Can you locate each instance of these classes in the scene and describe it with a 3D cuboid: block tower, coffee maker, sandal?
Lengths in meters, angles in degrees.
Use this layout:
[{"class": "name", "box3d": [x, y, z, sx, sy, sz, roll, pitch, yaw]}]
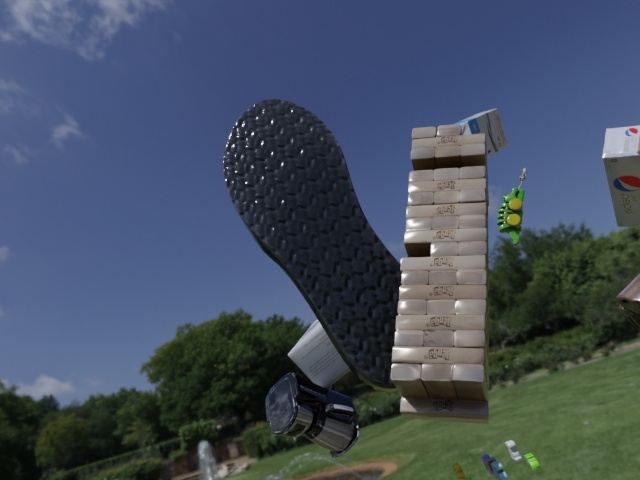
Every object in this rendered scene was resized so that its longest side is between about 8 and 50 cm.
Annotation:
[{"class": "block tower", "box3d": [0.142, 0.023, 0.613, 0.091, 0.335, 0.097, -2, -31, 19]}, {"class": "coffee maker", "box3d": [-0.025, 0.362, 1.172, 0.178, 0.120, 0.171, 32, 1, -28]}, {"class": "sandal", "box3d": [-0.001, 0.002, 0.745, 0.168, 0.445, 0.107, -26, -18, -10]}]

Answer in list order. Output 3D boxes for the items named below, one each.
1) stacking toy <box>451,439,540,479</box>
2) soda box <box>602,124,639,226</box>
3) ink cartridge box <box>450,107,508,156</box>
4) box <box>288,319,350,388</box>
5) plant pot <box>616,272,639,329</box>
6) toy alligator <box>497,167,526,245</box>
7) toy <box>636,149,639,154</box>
[{"class": "stacking toy", "box3d": [0.415, 0.547, 1.301, 0.167, 0.052, 0.221, -22, -11, -1]}, {"class": "soda box", "box3d": [0.580, -0.114, 1.017, 0.069, 0.073, 0.216, 0, -33, 37]}, {"class": "ink cartridge box", "box3d": [0.409, -0.267, 1.376, 0.180, 0.104, 0.060, -29, 13, -38]}, {"class": "box", "box3d": [0.047, 0.225, 1.284, 0.182, 0.119, 0.181, -43, -1, 24]}, {"class": "plant pot", "box3d": [0.605, 0.087, 0.908, 0.165, 0.167, 0.167, -43, -20, 2]}, {"class": "toy alligator", "box3d": [0.428, -0.078, 1.226, 0.052, 0.189, 0.056, 4, -20, 23]}, {"class": "toy", "box3d": [0.449, -0.067, 0.614, 0.056, 0.137, 0.237, -55, -9, 3]}]
